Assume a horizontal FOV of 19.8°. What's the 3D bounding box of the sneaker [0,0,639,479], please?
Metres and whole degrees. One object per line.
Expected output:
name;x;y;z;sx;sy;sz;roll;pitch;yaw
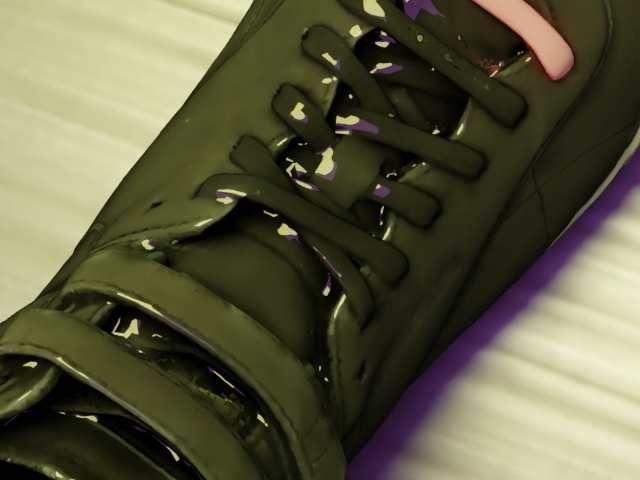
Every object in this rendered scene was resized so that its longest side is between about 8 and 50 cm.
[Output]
sneaker;0.000;0.000;0.417;0.104;0.147;0.296;37;107;-2
